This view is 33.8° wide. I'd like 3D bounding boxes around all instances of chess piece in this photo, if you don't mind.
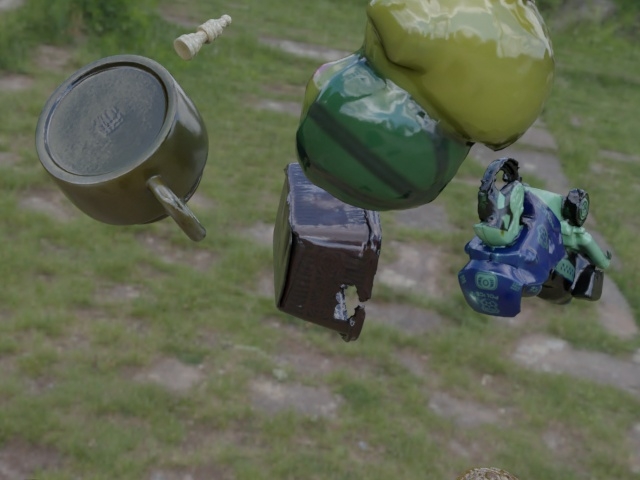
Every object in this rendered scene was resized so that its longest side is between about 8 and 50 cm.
[{"bbox_3d":[-0.157,-0.284,1.449,0.035,0.035,0.092,22,51,37],"label":"chess piece"}]

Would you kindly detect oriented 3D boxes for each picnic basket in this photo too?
[{"bbox_3d":[0.000,0.000,1.578,0.129,0.223,0.297,8,30,-7],"label":"picnic basket"}]

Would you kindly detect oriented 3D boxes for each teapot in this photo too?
[{"bbox_3d":[-0.211,-0.092,1.247,0.268,0.185,0.175,50,-2,32],"label":"teapot"}]

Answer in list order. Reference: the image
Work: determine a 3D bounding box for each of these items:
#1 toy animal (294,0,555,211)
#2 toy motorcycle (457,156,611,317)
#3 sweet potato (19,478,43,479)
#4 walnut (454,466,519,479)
[{"bbox_3d":[0.117,-0.159,1.014,0.191,0.338,0.216,45,25,10],"label":"toy animal"},{"bbox_3d":[0.274,0.014,1.389,0.125,0.196,0.331,10,-7,33],"label":"toy motorcycle"},{"bbox_3d":[-0.311,0.304,1.230,0.117,0.049,0.049,17,10,-36],"label":"sweet potato"},{"bbox_3d":[0.190,0.313,1.197,0.105,0.105,0.124,0,38,-21],"label":"walnut"}]
